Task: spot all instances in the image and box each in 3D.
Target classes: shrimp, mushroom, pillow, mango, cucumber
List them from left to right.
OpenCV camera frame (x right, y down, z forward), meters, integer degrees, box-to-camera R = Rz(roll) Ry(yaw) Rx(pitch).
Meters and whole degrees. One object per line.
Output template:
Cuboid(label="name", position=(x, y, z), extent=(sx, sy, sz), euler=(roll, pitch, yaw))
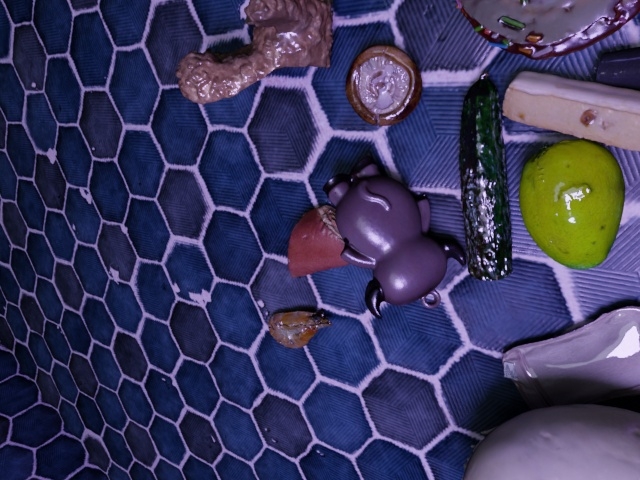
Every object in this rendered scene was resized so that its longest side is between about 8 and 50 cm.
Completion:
Cuboid(label="shrimp", position=(-0.043, 0.181, 0.899), extent=(0.184, 0.043, 0.091), euler=(-27, 97, 42))
Cuboid(label="mushroom", position=(0.098, -0.240, 0.663), extent=(0.123, 0.052, 0.123), euler=(10, 114, 23))
Cuboid(label="cucumber", position=(0.236, -0.088, 0.616), extent=(0.067, 0.067, 0.294), euler=(-1, 104, 33))
Cuboid(label="mango", position=(0.327, -0.042, 0.553), extent=(0.119, 0.100, 0.179), euler=(-11, 107, 32))
Cuboid(label="pillow", position=(0.389, 0.184, 0.622), extent=(0.232, 0.038, 0.131), euler=(-39, 81, 35))

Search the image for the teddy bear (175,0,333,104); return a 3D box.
Cuboid(label="teddy bear", position=(-0.090, -0.353, 0.642), extent=(0.296, 0.246, 0.223), euler=(-11, 121, 6))

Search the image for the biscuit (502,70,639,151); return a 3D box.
Cuboid(label="biscuit", position=(0.319, -0.162, 0.519), extent=(0.188, 0.052, 0.056), euler=(29, 154, 36))

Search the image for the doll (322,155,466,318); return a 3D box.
Cuboid(label="doll", position=(0.108, -0.003, 0.680), extent=(0.182, 0.117, 0.257), euler=(-33, 86, -6))

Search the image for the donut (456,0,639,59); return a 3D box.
Cuboid(label="donut", position=(0.278, -0.335, 0.494), extent=(0.235, 0.089, 0.235), euler=(11, 112, 29))

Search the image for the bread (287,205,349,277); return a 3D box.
Cuboid(label="bread", position=(0.000, 0.000, 0.792), extent=(0.192, 0.067, 0.119), euler=(-18, 95, 35))

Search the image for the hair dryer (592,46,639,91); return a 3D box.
Cuboid(label="hair dryer", position=(0.438, -0.276, 0.440), extent=(0.235, 0.091, 0.272), euler=(14, 100, 39))

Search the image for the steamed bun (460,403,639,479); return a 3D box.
Cuboid(label="steamed bun", position=(0.364, 0.351, 0.570), extent=(0.333, 0.233, 0.312), euler=(23, 121, -11))
